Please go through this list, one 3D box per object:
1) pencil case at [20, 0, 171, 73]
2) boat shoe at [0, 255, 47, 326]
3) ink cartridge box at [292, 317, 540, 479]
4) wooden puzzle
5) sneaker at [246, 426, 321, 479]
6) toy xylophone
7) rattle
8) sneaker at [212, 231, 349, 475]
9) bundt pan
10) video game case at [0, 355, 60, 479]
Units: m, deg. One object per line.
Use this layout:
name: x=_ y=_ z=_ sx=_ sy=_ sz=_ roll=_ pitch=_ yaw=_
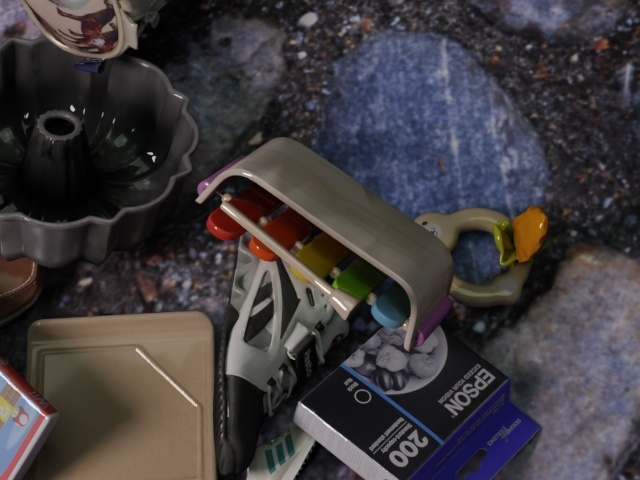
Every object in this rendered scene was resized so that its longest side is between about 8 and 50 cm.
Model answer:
pencil case: x=-0.196 y=-0.381 z=1.870 sx=0.183 sy=0.160 sz=0.410 roll=34 pitch=52 yaw=8
boat shoe: x=-0.486 y=0.050 z=1.755 sx=0.324 sy=0.116 sz=0.123 roll=-8 pitch=64 yaw=-1
ink cartridge box: x=0.113 y=0.194 z=1.661 sx=0.208 sy=0.045 sz=0.206 roll=37 pitch=53 yaw=18
wooden puzzle: x=-0.228 y=0.203 z=1.711 sx=0.221 sy=0.044 sz=0.239 roll=-3 pitch=68 yaw=1
sneaker: x=-0.050 y=0.239 z=1.670 sx=0.075 sy=0.057 sz=0.161 roll=28 pitch=71 yaw=10
toy xylophone: x=0.000 y=0.000 z=1.678 sx=0.322 sy=0.081 sz=0.236 roll=40 pitch=35 yaw=17
rattle: x=0.152 y=-0.002 z=1.738 sx=0.199 sy=0.143 sz=0.130 roll=21 pitch=85 yaw=6
sneaker: x=-0.042 y=0.115 z=1.687 sx=0.146 sy=0.122 sz=0.330 roll=10 pitch=56 yaw=-2
bundt pan: x=-0.312 y=-0.095 z=1.779 sx=0.330 sy=0.124 sz=0.331 roll=6 pitch=47 yaw=-7
video game case: x=-0.436 y=0.177 z=1.666 sx=0.285 sy=0.025 sz=0.204 roll=41 pitch=112 yaw=17
